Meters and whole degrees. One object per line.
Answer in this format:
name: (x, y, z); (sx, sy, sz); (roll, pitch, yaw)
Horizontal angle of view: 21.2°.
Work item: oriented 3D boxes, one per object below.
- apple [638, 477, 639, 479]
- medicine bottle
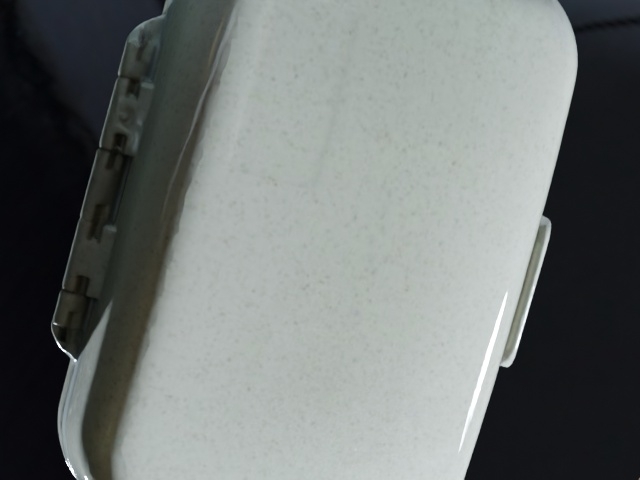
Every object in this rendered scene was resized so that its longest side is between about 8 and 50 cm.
apple: (0.231, 0.212, 0.528); (0.391, 0.391, 0.346); (25, 150, 3)
medicine bottle: (0.000, 0.000, 1.018); (0.282, 0.375, 0.123); (13, -176, -23)
